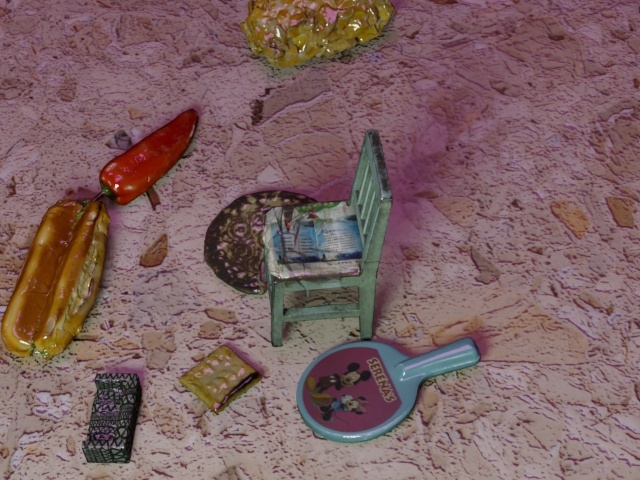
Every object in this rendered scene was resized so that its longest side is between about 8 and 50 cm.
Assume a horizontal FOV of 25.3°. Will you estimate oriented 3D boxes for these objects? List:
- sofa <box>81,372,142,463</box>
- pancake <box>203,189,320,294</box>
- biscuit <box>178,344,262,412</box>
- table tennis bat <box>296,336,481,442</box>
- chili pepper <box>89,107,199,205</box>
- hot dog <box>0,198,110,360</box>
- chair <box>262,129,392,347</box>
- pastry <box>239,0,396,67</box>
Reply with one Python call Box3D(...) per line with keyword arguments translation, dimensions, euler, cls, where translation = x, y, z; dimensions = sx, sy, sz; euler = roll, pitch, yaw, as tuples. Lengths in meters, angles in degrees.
Box3D(translation=(-0.266, 0.226, 1.820), dimensions=(0.060, 0.039, 0.118), euler=(-1, 47, 7), cls="sofa")
Box3D(translation=(-0.074, -0.004, 2.022), dimensions=(0.190, 0.020, 0.184), euler=(-23, 48, -12), cls="pancake")
Box3D(translation=(-0.131, 0.180, 1.859), dimensions=(0.083, 0.018, 0.081), euler=(-37, 53, -25), cls="biscuit")
Box3D(translation=(0.088, 0.178, 1.824), dimensions=(0.244, 0.040, 0.153), euler=(-19, 47, -4), cls="table tennis bat")
Box3D(translation=(-0.260, -0.119, 2.128), dimensions=(0.071, 0.063, 0.272), euler=(34, 56, 18), cls="chili pepper")
Box3D(translation=(-0.355, 0.048, 1.966), dimensions=(0.115, 0.072, 0.269), euler=(0, 52, 22), cls="hot dog")
Box3D(translation=(0.000, 0.000, 1.829), dimensions=(0.147, 0.270, 0.136), euler=(-3, 47, -7), cls="chair")
Box3D(translation=(0.000, -0.365, 2.291), dimensions=(0.250, 0.102, 0.154), euler=(-22, 47, -10), cls="pastry")
